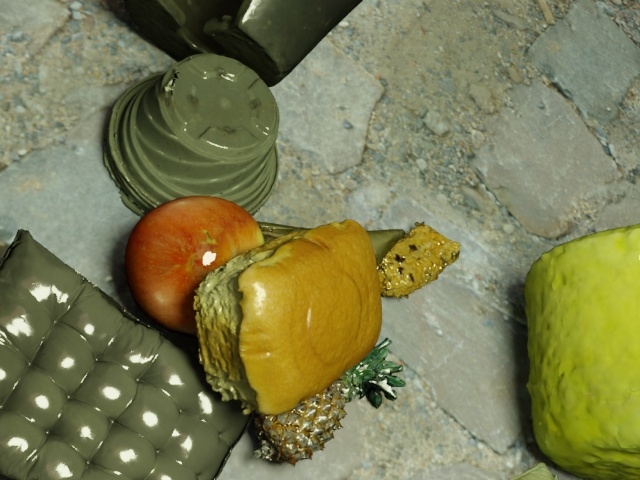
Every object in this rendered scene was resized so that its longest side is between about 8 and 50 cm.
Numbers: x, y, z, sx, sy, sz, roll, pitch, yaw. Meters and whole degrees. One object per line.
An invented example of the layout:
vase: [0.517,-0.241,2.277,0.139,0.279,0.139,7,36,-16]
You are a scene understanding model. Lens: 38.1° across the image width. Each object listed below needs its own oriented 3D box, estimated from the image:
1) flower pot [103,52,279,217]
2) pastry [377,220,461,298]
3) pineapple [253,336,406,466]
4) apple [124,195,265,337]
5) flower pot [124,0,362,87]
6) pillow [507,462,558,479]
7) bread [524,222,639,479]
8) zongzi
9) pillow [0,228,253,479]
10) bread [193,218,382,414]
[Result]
flower pot: [-0.139,-0.137,1.135,0.235,0.140,0.236,11,60,-21]
pastry: [0.124,0.027,1.242,0.080,0.056,0.140,43,55,12]
pineapple: [0.007,0.192,1.082,0.221,0.083,0.103,-32,95,-36]
apple: [-0.141,0.027,1.046,0.163,0.139,0.164,-21,116,-54]
flower pot: [-0.093,-0.347,1.183,0.379,0.379,0.251,27,76,-14]
pillow: [0.200,0.390,1.088,0.302,0.075,0.185,-12,75,-31]
bread: [0.426,0.156,1.181,0.348,0.348,0.308,15,70,-21]
zongzi: [0.000,0.000,1.162,0.160,0.078,0.176,42,69,-5]
pillow: [-0.241,0.166,0.956,0.326,0.101,0.228,35,57,-7]
bread: [-0.026,0.076,0.995,0.245,0.121,0.174,-22,117,-51]
